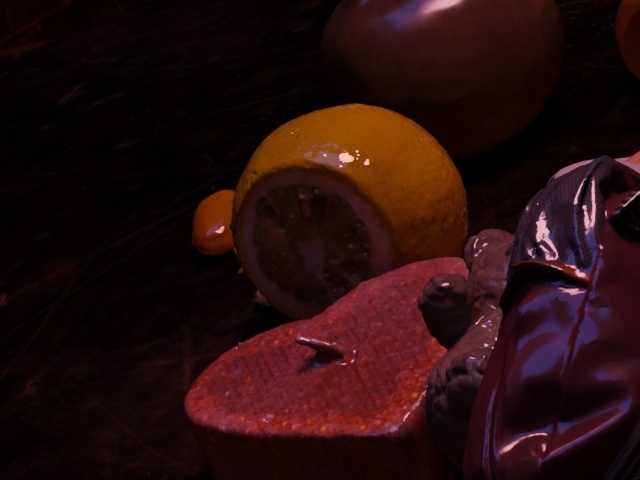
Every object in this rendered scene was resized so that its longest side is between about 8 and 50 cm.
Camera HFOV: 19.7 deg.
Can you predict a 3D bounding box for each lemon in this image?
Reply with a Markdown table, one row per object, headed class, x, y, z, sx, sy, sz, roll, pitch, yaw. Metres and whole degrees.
| class | x | y | z | sx | sy | sz | roll | pitch | yaw |
| --- | --- | --- | --- | --- | --- | --- | --- | --- | --- |
| lemon | 0.041 | -0.031 | 1.913 | 0.240 | 0.240 | 0.219 | -8 | 18 | 33 |

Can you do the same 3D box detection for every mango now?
| class | x | y | z | sx | sy | sz | roll | pitch | yaw |
| --- | --- | --- | --- | --- | --- | --- | --- | --- | --- |
| mango | -0.124 | -0.021 | 2.277 | 0.079 | 0.057 | 0.114 | -5 | 31 | 22 |

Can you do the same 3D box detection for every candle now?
| class | x | y | z | sx | sy | sz | roll | pitch | yaw |
| --- | --- | --- | --- | --- | --- | --- | --- | --- | --- |
| candle | 0.031 | 0.140 | 1.681 | 0.317 | 0.131 | 0.287 | -25 | 25 | -2 |

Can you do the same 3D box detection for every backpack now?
| class | x | y | z | sx | sy | sz | roll | pitch | yaw |
| --- | --- | --- | --- | --- | --- | --- | --- | --- | --- |
| backpack | 0.235 | 0.125 | 1.339 | 0.197 | 0.283 | 0.317 | -38 | 20 | 47 |

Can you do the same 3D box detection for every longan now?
| class | x | y | z | sx | sy | sz | roll | pitch | yaw |
| --- | --- | --- | --- | --- | --- | --- | --- | --- | --- |
| longan | 0.141 | -0.227 | 2.206 | 0.297 | 0.297 | 0.297 | -20 | 23 | 9 |

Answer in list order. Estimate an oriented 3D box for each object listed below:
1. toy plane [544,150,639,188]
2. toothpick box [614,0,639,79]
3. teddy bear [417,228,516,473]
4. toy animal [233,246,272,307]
| class | x | y | z | sx | sy | sz | roll | pitch | yaw |
| --- | --- | --- | --- | --- | --- | --- | --- | --- | --- |
| toy plane | 0.313 | -0.037 | 1.816 | 0.245 | 0.117 | 0.244 | -20 | 24 | 9 |
| toothpick box | 0.443 | -0.307 | 2.212 | 0.192 | 0.192 | 0.294 | -12 | 30 | 26 |
| teddy bear | 0.191 | 0.095 | 1.574 | 0.267 | 0.236 | 0.151 | -60 | -3 | -39 |
| toy animal | 0.000 | 0.000 | 2.085 | 0.186 | 0.094 | 0.214 | -19 | 11 | 12 |
